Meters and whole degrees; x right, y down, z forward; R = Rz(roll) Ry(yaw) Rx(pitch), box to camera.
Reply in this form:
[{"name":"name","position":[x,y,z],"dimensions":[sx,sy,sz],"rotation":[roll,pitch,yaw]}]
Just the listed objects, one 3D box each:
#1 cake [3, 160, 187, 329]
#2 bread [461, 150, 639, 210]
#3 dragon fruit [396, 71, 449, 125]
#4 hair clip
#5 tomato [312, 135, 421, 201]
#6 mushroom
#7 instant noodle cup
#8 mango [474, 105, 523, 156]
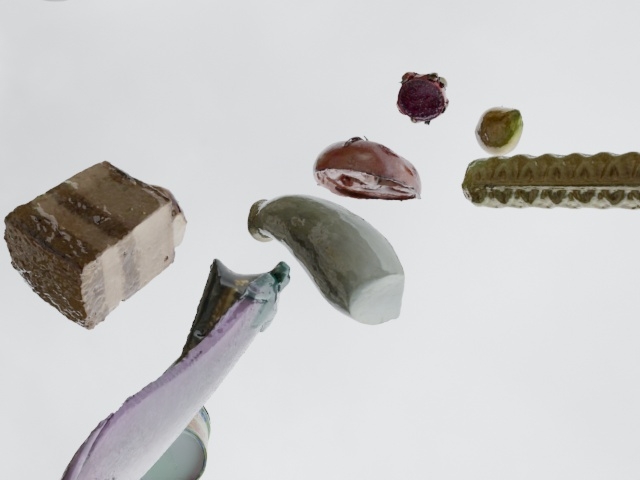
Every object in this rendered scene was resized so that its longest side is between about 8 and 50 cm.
[{"name":"cake","position":[-0.385,-0.017,1.436],"dimensions":[0.198,0.293,0.196],"rotation":[32,-38,21]},{"name":"bread","position":[0.388,-0.089,1.218],"dimensions":[0.367,0.077,0.084],"rotation":[2,-102,34]},{"name":"dragon fruit","position":[0.209,-0.298,1.625],"dimensions":[0.112,0.126,0.068],"rotation":[6,-135,26]},{"name":"hair clip","position":[-0.140,0.139,0.764],"dimensions":[0.110,0.359,0.095],"rotation":[-30,-72,40]},{"name":"tomato","position":[0.095,-0.145,1.573],"dimensions":[0.228,0.228,0.101],"rotation":[4,-103,48]},{"name":"mushroom","position":[0.000,0.000,1.051],"dimensions":[0.270,0.103,0.118],"rotation":[38,-49,36]},{"name":"instant noodle cup","position":[-0.331,0.453,1.763],"dimensions":[0.153,0.204,0.205],"rotation":[-138,-118,-70]},{"name":"mango","position":[0.362,-0.222,1.620],"dimensions":[0.187,0.066,0.101],"rotation":[161,-85,-79]}]
